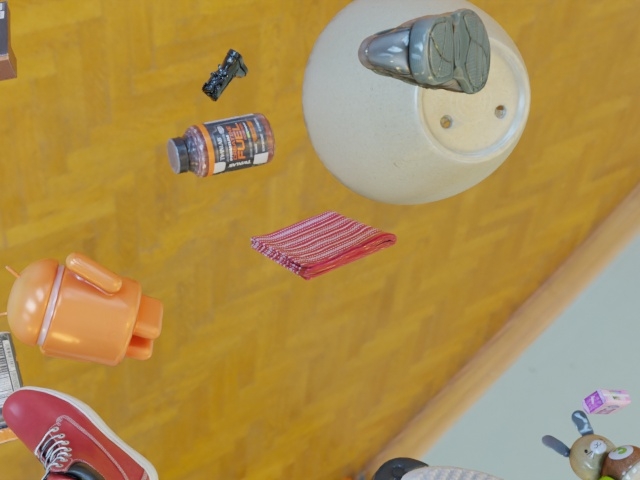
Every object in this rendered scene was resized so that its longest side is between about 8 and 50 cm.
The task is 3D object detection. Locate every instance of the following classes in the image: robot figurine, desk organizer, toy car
[{"bbox_3d":[-0.328,0.096,1.328,0.219,0.128,0.158,16,163,-15],"label":"robot figurine"},{"bbox_3d":[-0.500,-0.308,1.506,0.047,0.130,0.050,-12,143,-4],"label":"desk organizer"},{"bbox_3d":[0.489,0.379,1.703,0.155,0.188,0.149,-29,140,-22],"label":"toy car"}]

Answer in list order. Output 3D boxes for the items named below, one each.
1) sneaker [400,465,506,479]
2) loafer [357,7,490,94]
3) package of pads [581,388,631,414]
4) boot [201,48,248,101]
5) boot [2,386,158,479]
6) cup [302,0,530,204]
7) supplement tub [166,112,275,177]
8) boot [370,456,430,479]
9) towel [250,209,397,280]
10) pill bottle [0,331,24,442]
[{"bbox_3d":[0.215,0.346,0.985,0.365,0.135,0.150,22,101,-20],"label":"sneaker"},{"bbox_3d":[0.124,-0.214,1.094,0.267,0.084,0.096,-16,108,-65],"label":"loafer"},{"bbox_3d":[0.512,0.290,1.742,0.083,0.032,0.050,8,138,-39],"label":"package of pads"},{"bbox_3d":[-0.190,-0.320,1.933,0.099,0.045,0.121,-58,174,-6],"label":"boot"},{"bbox_3d":[-0.342,0.270,1.246,0.088,0.244,0.176,-61,163,4],"label":"boot"},{"bbox_3d":[0.163,-0.202,1.376,0.331,0.237,0.331,-3,99,-17],"label":"cup"},{"bbox_3d":[-0.195,-0.182,1.892,0.197,0.106,0.106,-15,138,-23],"label":"supplement tub"},{"bbox_3d":[0.143,0.504,1.371,0.131,0.348,0.260,-18,154,-34],"label":"boot"},{"bbox_3d":[0.000,0.000,1.854,0.198,0.275,0.031,-21,111,-21],"label":"towel"},{"bbox_3d":[-0.745,0.342,2.220,0.130,0.246,0.130,-15,174,-2],"label":"pill bottle"}]
